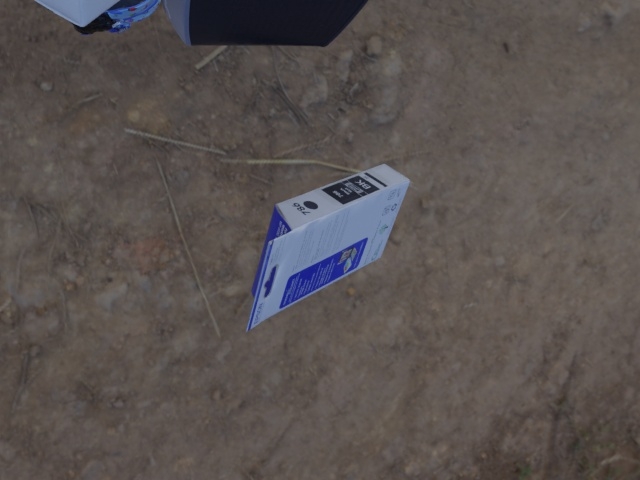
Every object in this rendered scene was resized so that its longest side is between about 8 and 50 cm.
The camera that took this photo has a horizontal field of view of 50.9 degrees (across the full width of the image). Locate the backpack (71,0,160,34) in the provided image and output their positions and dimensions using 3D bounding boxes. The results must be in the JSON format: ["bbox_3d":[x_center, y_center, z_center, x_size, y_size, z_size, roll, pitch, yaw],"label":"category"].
[{"bbox_3d":[-0.338,-0.429,1.113,0.173,0.158,0.117,-8,169,4],"label":"backpack"}]

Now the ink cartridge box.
[{"bbox_3d":[0.000,0.000,1.006,0.332,0.065,0.165,-25,143,-47],"label":"ink cartridge box"}]

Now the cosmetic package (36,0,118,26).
[{"bbox_3d":[-0.216,-0.320,0.565,0.151,0.151,0.184,-55,173,-35],"label":"cosmetic package"}]

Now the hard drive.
[{"bbox_3d":[-0.024,-0.216,0.484,0.171,0.054,0.254,-5,168,-19],"label":"hard drive"}]
